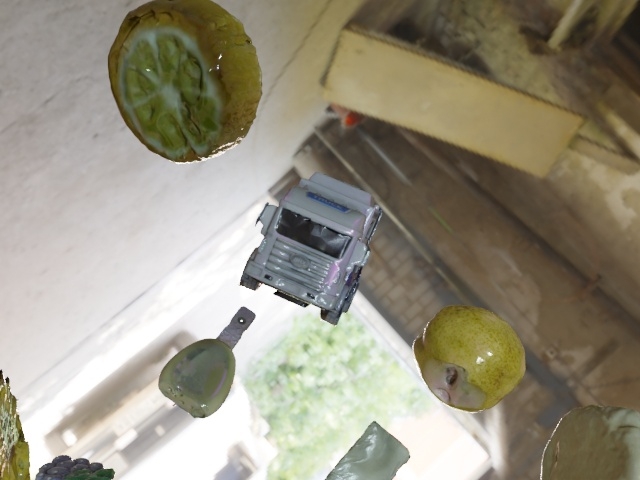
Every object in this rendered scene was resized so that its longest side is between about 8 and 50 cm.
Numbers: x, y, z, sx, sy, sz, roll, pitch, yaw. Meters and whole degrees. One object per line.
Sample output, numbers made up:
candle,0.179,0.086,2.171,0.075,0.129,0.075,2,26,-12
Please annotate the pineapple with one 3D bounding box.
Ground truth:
pineapple,-0.490,0.302,1.344,0.076,0.224,0.225,-13,163,-5

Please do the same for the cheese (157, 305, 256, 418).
cheese,-0.148,0.162,1.285,0.192,0.097,0.037,-55,178,-43

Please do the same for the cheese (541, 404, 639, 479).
cheese,0.583,0.498,1.882,0.326,0.115,0.318,-61,-158,29

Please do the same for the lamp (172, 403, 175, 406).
lamp,-0.356,0.366,2.222,0.054,0.041,0.121,-25,159,-9

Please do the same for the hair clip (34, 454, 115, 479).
hair clip,-0.462,0.444,1.677,0.195,0.052,0.124,-1,-171,39

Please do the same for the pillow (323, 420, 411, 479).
pillow,0.081,0.484,1.830,0.229,0.128,0.051,-49,-159,-15

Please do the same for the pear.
pear,0.232,0.183,1.434,0.178,0.178,0.178,-40,167,-11

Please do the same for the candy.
candy,-0.209,-0.243,1.378,0.118,0.260,0.260,-27,160,-52

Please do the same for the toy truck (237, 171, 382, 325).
toy truck,0.000,0.000,1.057,0.268,0.124,0.155,-4,117,-85
